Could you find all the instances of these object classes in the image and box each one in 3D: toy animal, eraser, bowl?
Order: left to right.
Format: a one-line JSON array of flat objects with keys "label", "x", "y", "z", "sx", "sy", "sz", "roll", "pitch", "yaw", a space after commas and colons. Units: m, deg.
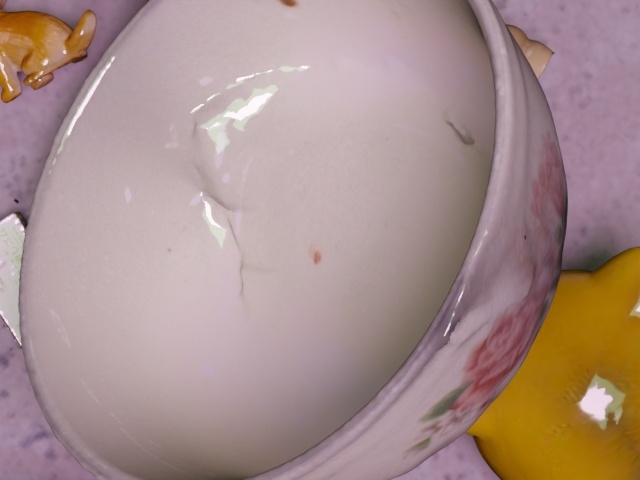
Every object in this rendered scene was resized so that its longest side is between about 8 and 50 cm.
[{"label": "toy animal", "x": -0.164, "y": -0.118, "z": 0.662, "sx": 0.081, "sy": 0.060, "sz": 0.083, "roll": -31, "pitch": 96, "yaw": 37}, {"label": "eraser", "x": -0.155, "y": 0.029, "z": 0.684, "sx": 0.038, "sy": 0.019, "sz": 0.083, "roll": -32, "pitch": 94, "yaw": -5}, {"label": "bowl", "x": 0.000, "y": 0.000, "z": 0.601, "sx": 0.145, "sy": 0.277, "sz": 0.277, "roll": 30, "pitch": 89, "yaw": -48}, {"label": "toy animal", "x": 0.156, "y": 0.126, "z": 0.647, "sx": 0.156, "sy": 0.156, "sz": 0.229, "roll": -29, "pitch": 90, "yaw": -3}]

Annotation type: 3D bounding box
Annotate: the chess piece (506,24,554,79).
[{"label": "chess piece", "x": 0.055, "y": -0.104, "z": 0.679, "sx": 0.122, "sy": 0.066, "sz": 0.066, "roll": 32, "pitch": 89, "yaw": 2}]
